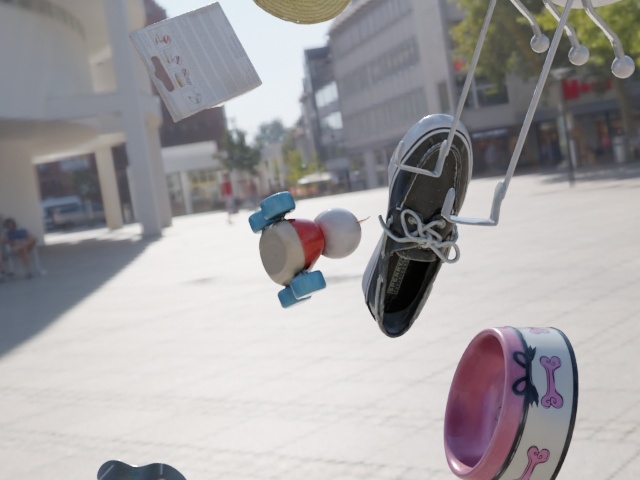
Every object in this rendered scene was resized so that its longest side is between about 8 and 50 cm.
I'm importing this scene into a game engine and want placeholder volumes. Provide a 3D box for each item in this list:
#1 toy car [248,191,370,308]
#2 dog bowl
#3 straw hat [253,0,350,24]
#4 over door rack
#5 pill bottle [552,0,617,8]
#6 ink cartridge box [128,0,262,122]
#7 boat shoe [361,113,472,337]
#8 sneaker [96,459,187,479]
[{"bbox_3d":[0.000,0.000,2.122,0.237,0.219,0.210,-18,-9,-22],"label":"toy car"},{"bbox_3d":[0.404,0.373,2.168,0.150,0.408,0.408,16,-1,-11],"label":"dog bowl"},{"bbox_3d":[-0.024,-0.323,1.125,0.144,0.145,0.061,-9,-1,2],"label":"straw hat"},{"bbox_3d":[0.216,-0.176,1.036,0.108,0.324,0.239,25,11,-15],"label":"over door rack"},{"bbox_3d":[0.348,-0.540,1.347,0.228,0.408,0.229,-8,-18,-3],"label":"pill bottle"},{"bbox_3d":[-0.235,-0.325,1.804,0.224,0.181,0.056,-32,6,-37],"label":"ink cartridge box"},{"bbox_3d":[0.126,-0.011,1.277,0.113,0.306,0.105,14,29,-16],"label":"boat shoe"},{"bbox_3d":[-0.263,0.369,1.500,0.152,0.054,0.061,5,-30,21],"label":"sneaker"}]
